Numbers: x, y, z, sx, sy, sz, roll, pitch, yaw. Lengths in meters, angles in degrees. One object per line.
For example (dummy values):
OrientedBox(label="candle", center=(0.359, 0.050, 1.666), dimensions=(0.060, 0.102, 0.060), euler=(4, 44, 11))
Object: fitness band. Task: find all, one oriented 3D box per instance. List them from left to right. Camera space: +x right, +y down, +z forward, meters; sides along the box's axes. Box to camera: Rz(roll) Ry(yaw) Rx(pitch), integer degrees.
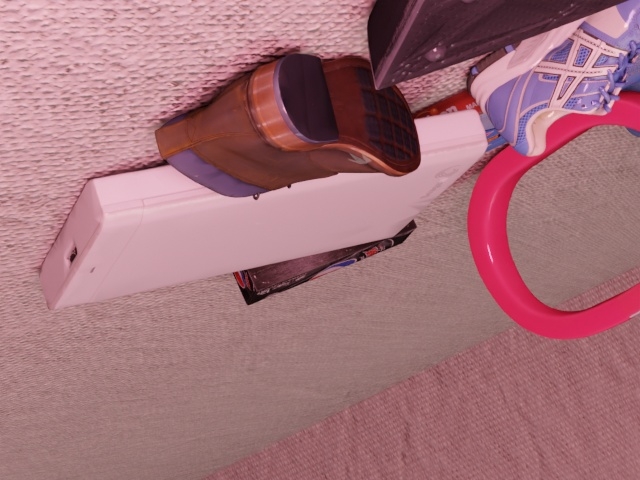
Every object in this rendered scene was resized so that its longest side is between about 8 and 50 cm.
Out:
OrientedBox(label="fitness band", center=(0.264, -0.022, 1.446), dimensions=(0.054, 0.209, 0.291), euler=(-18, 168, -43))

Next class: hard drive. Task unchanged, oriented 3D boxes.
OrientedBox(label="hard drive", center=(-0.048, -0.023, 1.147), dimensions=(0.308, 0.040, 0.203), euler=(-12, 164, -25))
OrientedBox(label="hard drive", center=(0.152, -0.178, 0.896), dimensions=(0.255, 0.054, 0.172), euler=(-22, 168, -15))

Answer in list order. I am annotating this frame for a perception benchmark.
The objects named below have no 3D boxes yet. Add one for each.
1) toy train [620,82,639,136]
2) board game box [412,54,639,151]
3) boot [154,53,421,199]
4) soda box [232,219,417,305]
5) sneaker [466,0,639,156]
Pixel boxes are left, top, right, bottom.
OrientedBox(label="toy train", center=(0.389, -0.065, 1.433), dimensions=(0.143, 0.248, 0.105), euler=(-14, 165, -26))
OrientedBox(label="board game box", center=(0.154, -0.110, 1.280), dimensions=(0.281, 0.027, 0.145), euler=(-25, 167, 0))
OrientedBox(label="boot", center=(-0.016, -0.074, 1.009), dimensions=(0.106, 0.082, 0.219), euler=(-16, 167, 27))
OrientedBox(label="soda box", center=(0.000, 0.000, 1.374), dimensions=(0.169, 0.060, 0.053), euler=(-21, 169, -18))
OrientedBox(label="sneaker", center=(0.212, -0.141, 1.126), dimensions=(0.211, 0.081, 0.080), euler=(-34, 164, 35))
